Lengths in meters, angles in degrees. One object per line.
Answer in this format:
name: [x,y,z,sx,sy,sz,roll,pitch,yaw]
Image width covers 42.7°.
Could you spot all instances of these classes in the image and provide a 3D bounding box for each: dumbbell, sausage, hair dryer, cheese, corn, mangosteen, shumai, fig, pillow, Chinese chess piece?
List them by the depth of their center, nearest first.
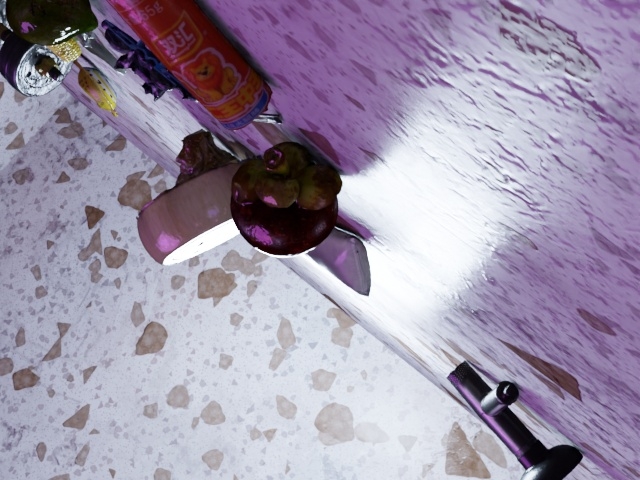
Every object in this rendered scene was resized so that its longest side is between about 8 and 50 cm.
sausage: [-0.154,-0.227,0.861,0.074,0.074,0.274,33,169,49]
mangosteen: [-0.050,-0.071,1.114,0.145,0.156,0.181,-104,4,-56]
fig: [-0.411,-0.354,1.285,0.123,0.123,0.156,36,-175,32]
pillow: [-0.001,-0.001,1.509,0.254,0.078,0.144,34,159,44]
Chinese chess piece: [-0.218,-0.051,1.541,0.104,0.257,0.257,62,175,5]
shumai: [-0.237,-0.162,1.646,0.116,0.146,0.145,65,170,-7]
hair dryer: [0.387,0.394,1.679,0.320,0.156,0.284,48,-175,6]
corn: [-0.615,-0.476,1.827,0.067,0.067,0.206,34,171,42]
dumbbell: [-0.767,-0.501,2.018,0.388,0.185,0.185,38,173,17]
cheese: [-0.607,-0.428,2.135,0.250,0.064,0.156,51,170,-13]

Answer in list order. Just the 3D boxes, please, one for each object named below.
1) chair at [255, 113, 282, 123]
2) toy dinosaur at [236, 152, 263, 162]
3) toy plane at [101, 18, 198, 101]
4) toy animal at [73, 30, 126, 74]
chair: [-0.091,-0.173,1.053,0.086,0.042,0.037,4,172,2]
toy dinosaur: [-0.087,-0.110,1.410,0.209,0.039,0.082,36,173,44]
toy plane: [-0.239,-0.245,1.181,0.169,0.078,0.246,40,174,-5]
toy animal: [-0.447,-0.387,1.603,0.217,0.041,0.075,40,176,-41]
